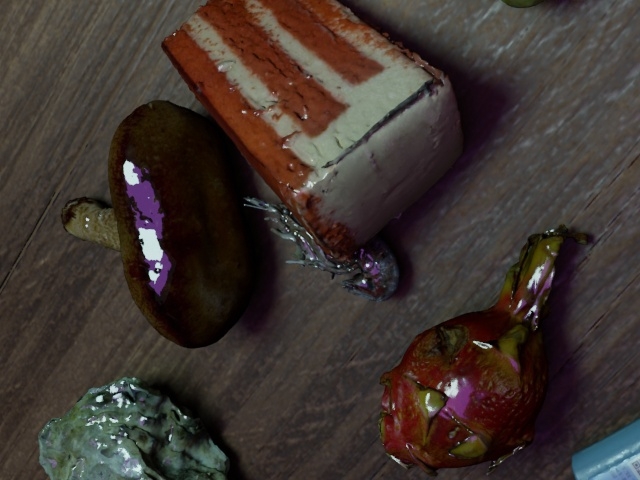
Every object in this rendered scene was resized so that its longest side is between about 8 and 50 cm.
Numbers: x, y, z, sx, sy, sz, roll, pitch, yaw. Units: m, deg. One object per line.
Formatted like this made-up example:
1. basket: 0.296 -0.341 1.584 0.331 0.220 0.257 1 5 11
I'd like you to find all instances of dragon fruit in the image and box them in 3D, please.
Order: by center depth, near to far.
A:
1. dragon fruit: 0.143 0.092 0.774 0.125 0.125 0.246 29 92 -16

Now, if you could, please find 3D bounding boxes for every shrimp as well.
1. shrimp: 0.000 0.000 0.840 0.165 0.056 0.065 26 116 19

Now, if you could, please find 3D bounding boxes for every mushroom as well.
1. mushroom: -0.172 -0.006 0.889 0.217 0.148 0.227 -10 88 42

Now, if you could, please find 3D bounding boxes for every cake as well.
1. cake: 0.001 -0.112 0.796 0.158 0.159 0.262 -38 50 -2

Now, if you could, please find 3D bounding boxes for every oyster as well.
1. oyster: -0.180 0.273 0.923 0.198 0.112 0.267 -26 96 6

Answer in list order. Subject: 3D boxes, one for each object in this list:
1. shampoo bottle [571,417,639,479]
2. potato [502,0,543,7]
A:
1. shampoo bottle: 0.285 0.192 0.759 0.258 0.061 0.104 -40 86 24
2. potato: 0.105 -0.274 0.711 0.225 0.090 0.117 56 153 9
